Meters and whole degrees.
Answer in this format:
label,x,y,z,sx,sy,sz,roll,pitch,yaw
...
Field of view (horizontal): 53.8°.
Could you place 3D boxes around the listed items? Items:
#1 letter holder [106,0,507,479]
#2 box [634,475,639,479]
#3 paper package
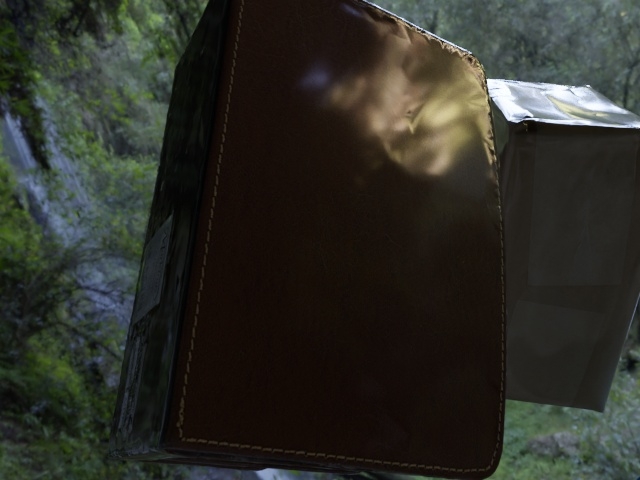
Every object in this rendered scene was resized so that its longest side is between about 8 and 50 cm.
label,x,y,z,sx,sy,sz,roll,pitch,yaw
letter holder,0.000,0.000,0.435,0.214,0.302,0.152,14,-24,-24
box,0.349,0.270,0.629,0.244,0.101,0.060,-38,43,-8
paper package,0.259,-0.013,0.765,0.168,0.325,0.309,6,23,4
